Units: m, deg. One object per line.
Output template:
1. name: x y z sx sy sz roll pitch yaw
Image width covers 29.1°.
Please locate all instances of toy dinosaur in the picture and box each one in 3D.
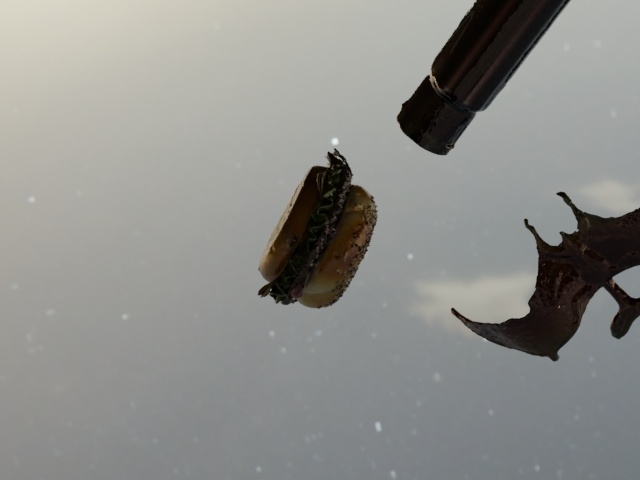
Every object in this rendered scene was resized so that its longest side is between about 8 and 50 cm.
1. toy dinosaur: 0.323 0.007 1.487 0.207 0.327 0.113 18 -159 -16

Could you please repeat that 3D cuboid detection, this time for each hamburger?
1. hamburger: 0.001 -0.003 1.278 0.093 0.164 0.189 27 -159 -6

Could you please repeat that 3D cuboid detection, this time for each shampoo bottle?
1. shampoo bottle: 0.198 -0.234 1.314 0.323 0.084 0.129 -53 -168 30
